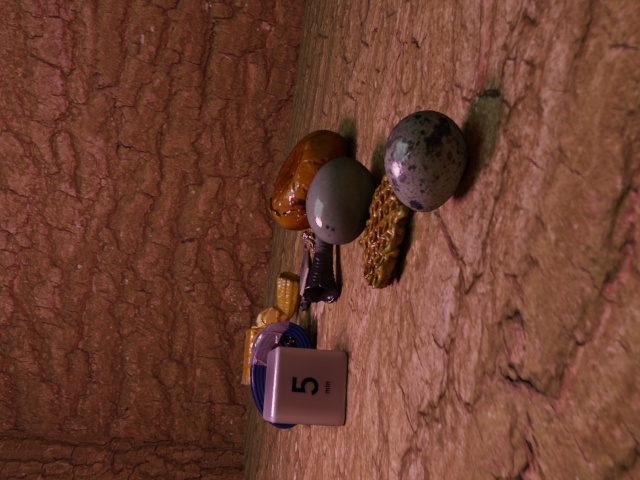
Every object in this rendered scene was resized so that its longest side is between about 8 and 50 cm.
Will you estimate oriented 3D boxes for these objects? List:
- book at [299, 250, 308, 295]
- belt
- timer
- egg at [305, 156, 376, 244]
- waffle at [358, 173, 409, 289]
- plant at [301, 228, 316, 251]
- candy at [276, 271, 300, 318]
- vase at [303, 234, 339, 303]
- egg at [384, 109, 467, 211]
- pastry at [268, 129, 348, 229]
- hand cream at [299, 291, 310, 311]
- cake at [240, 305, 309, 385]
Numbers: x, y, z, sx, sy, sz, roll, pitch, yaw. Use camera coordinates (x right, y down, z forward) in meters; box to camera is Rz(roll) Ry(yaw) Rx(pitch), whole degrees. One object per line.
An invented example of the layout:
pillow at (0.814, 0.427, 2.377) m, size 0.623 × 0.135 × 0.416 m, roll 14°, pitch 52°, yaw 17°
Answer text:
book at (-0.063, 0.116, 2.298) m, size 0.182 × 0.014 × 0.127 m, roll -93°, pitch 15°, yaw -63°
belt at (-0.131, 0.448, 1.986) m, size 0.117 × 0.212 × 0.347 m, roll 140°, pitch 131°, yaw -77°
timer at (-0.044, 0.396, 1.598) m, size 0.192 × 0.194 × 0.194 m, roll 130°, pitch 146°, yaw -71°
egg at (0.051, -0.099, 1.441) m, size 0.169 × 0.169 × 0.237 m, roll 117°, pitch 170°, yaw -62°
waffle at (0.133, -0.024, 1.276) m, size 0.243 × 0.058 × 0.238 m, roll -99°, pitch 19°, yaw -58°
plant at (0.000, 0.000, 1.983) m, size 0.116 × 0.104 × 0.122 m, roll -51°, pitch -35°, yaw -16°
candy at (-0.130, 0.231, 2.404) m, size 0.094 × 0.106 × 0.199 m, roll -60°, pitch -22°, yaw -68°
vase at (0.009, 0.063, 1.788) m, size 0.115 × 0.115 × 0.238 m, roll 112°, pitch 166°, yaw -56°
egg at (0.169, -0.124, 0.951) m, size 0.132 × 0.132 × 0.172 m, roll -102°, pitch 7°, yaw -58°
pastry at (-0.038, -0.192, 1.837) m, size 0.356 × 0.163 × 0.356 m, roll -60°, pitch 14°, yaw 26°
hand cream at (-0.055, 0.222, 2.196) m, size 0.163 × 0.039 × 0.062 m, roll 110°, pitch 162°, yaw -71°
cake at (-0.163, 0.394, 2.163) m, size 0.227 × 0.222 × 0.286 m, roll 140°, pitch 136°, yaw -72°
